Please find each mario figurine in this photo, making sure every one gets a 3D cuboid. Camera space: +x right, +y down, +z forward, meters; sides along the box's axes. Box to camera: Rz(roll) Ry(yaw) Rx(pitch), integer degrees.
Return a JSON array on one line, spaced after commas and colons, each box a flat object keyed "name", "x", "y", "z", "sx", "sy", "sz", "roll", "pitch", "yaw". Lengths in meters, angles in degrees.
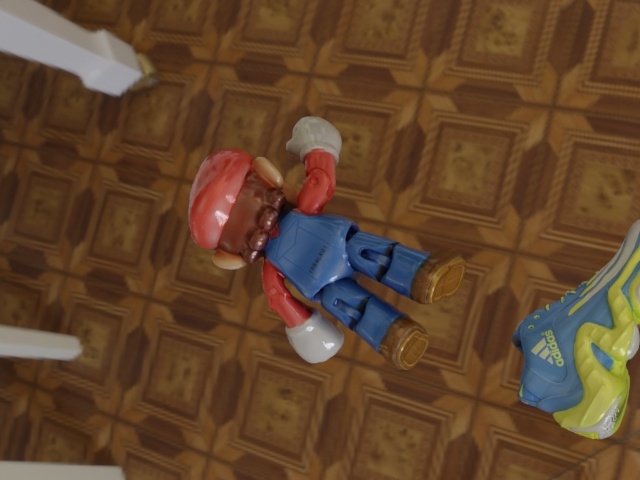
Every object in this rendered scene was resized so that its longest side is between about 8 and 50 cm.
[{"name": "mario figurine", "x": 0.000, "y": 0.000, "z": 1.169, "sx": 0.321, "sy": 0.170, "sz": 0.198, "roll": 32, "pitch": 64, "yaw": 24}]

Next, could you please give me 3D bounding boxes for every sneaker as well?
[{"name": "sneaker", "x": 0.263, "y": 0.072, "z": 1.093, "sx": 0.126, "sy": 0.091, "sz": 0.240, "roll": 15, "pitch": 66, "yaw": 20}]
